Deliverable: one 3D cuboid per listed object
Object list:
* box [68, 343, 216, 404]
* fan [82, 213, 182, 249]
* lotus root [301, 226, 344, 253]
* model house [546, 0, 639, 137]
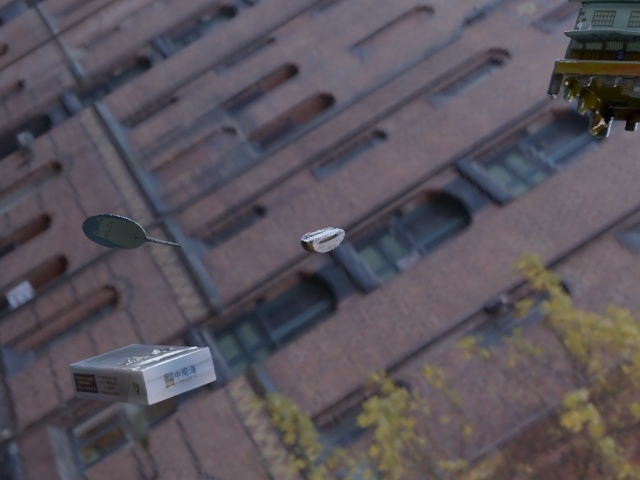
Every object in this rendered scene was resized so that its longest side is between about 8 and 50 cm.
[{"bbox_3d":[-0.323,0.239,2.352,0.243,0.155,0.067,-2,-77,49],"label":"box"},{"bbox_3d":[-0.325,-0.008,2.262,0.113,0.175,0.005,117,-18,-57],"label":"fan"},{"bbox_3d":[0.000,0.002,2.091,0.037,0.083,0.030,11,-69,42],"label":"lotus root"},{"bbox_3d":[0.515,-0.293,2.130,0.224,0.215,0.198,8,-13,42],"label":"model house"}]
